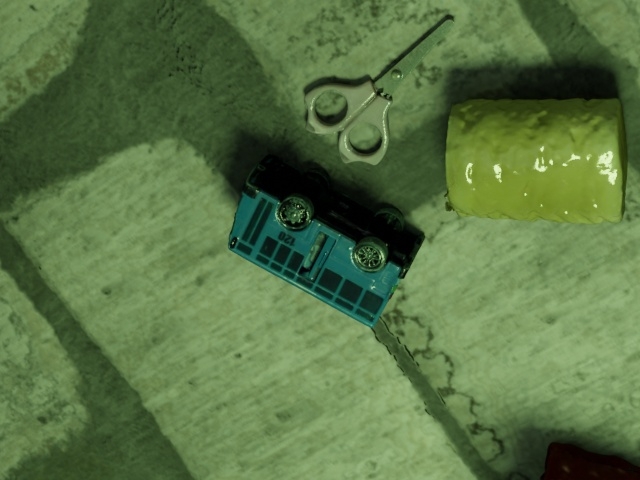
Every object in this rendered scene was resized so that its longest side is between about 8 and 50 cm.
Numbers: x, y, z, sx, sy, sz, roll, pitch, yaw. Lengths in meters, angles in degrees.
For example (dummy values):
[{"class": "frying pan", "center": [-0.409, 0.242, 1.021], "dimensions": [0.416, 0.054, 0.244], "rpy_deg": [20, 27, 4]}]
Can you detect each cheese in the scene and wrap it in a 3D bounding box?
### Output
[{"class": "cheese", "center": [0.204, -0.075, 1.469], "dimensions": [0.167, 0.094, 0.123], "rpy_deg": [3, 112, 17]}]

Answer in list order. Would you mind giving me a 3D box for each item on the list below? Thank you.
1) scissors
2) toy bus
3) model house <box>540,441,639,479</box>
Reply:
[{"class": "scissors", "center": [0.065, -0.153, 1.525], "dimensions": [0.100, 0.015, 0.189], "rpy_deg": [43, 117, -6]}, {"class": "toy bus", "center": [0.000, 0.000, 1.572], "dimensions": [0.185, 0.090, 0.106], "rpy_deg": [29, 121, 3]}, {"class": "model house", "center": [0.281, 0.340, 1.545], "dimensions": [0.196, 0.254, 0.160], "rpy_deg": [15, 114, 10]}]
